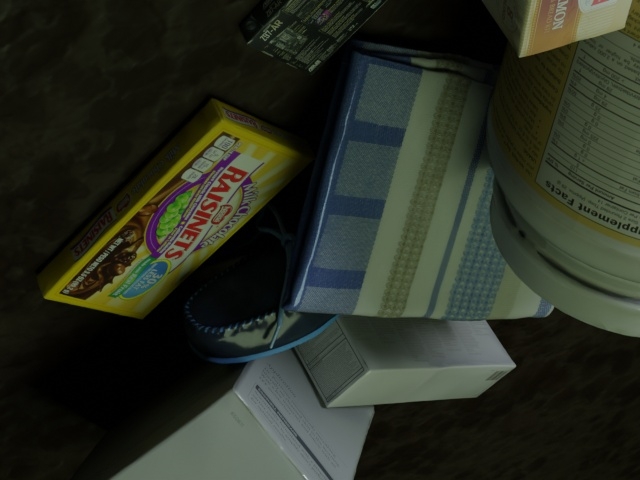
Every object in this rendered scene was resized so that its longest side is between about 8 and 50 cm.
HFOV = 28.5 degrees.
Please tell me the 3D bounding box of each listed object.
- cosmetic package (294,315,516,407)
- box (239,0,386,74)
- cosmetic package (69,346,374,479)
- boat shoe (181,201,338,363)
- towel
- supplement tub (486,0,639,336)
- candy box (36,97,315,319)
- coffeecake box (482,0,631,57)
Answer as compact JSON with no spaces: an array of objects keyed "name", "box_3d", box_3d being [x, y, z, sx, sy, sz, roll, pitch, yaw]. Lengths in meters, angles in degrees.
[{"name":"cosmetic package","box_3d":[0.071,0.090,1.114,0.060,0.099,0.239,-42,152,27]},{"name":"box","box_3d":[-0.003,-0.152,0.828,0.083,0.018,0.067,-43,144,24]},{"name":"cosmetic package","box_3d":[-0.091,0.191,1.044,0.224,0.138,0.225,-37,-175,15]},{"name":"boat shoe","box_3d":[0.000,0.000,0.990,0.258,0.109,0.089,-32,140,-23]},{"name":"towel","box_3d":[0.106,-0.038,0.968,0.285,0.034,0.209,3,107,-38]},{"name":"supplement tub","box_3d":[0.241,-0.120,0.809,0.241,0.241,0.331,-12,138,-20]},{"name":"candy box","box_3d":[-0.108,-0.017,0.937,0.206,0.027,0.105,-42,147,23]},{"name":"coffeecake box","box_3d":[0.100,-0.214,0.658,0.068,0.185,0.142,-18,146,-13]}]
